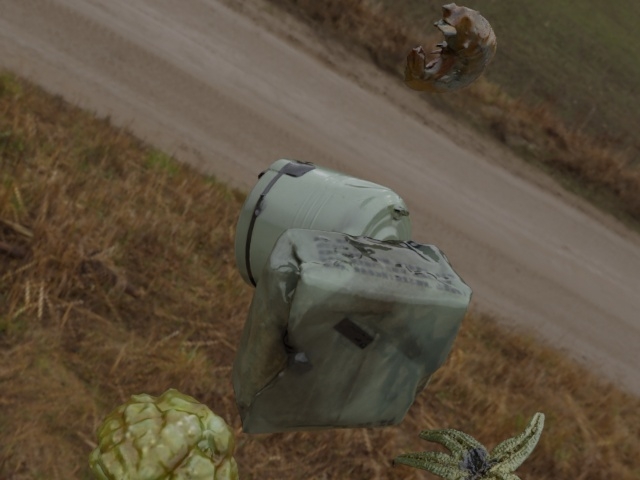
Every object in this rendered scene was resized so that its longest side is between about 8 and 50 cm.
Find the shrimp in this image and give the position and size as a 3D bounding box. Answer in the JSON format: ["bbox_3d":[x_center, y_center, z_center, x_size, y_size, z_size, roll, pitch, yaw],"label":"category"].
[{"bbox_3d":[0.169,-0.240,1.103,0.052,0.132,0.187,54,6,26],"label":"shrimp"}]

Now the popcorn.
[{"bbox_3d":[-0.292,0.418,1.565,0.279,0.274,0.335,49,-19,-29],"label":"popcorn"}]

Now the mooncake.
[{"bbox_3d":[0.028,0.110,1.000,0.254,0.250,0.136,8,33,-22],"label":"mooncake"}]

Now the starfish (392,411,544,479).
[{"bbox_3d":[0.169,0.258,0.933,0.216,0.223,0.050,-29,106,-32],"label":"starfish"}]

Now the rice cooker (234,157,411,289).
[{"bbox_3d":[0.000,0.000,1.253,0.244,0.226,0.226,17,20,28],"label":"rice cooker"}]
